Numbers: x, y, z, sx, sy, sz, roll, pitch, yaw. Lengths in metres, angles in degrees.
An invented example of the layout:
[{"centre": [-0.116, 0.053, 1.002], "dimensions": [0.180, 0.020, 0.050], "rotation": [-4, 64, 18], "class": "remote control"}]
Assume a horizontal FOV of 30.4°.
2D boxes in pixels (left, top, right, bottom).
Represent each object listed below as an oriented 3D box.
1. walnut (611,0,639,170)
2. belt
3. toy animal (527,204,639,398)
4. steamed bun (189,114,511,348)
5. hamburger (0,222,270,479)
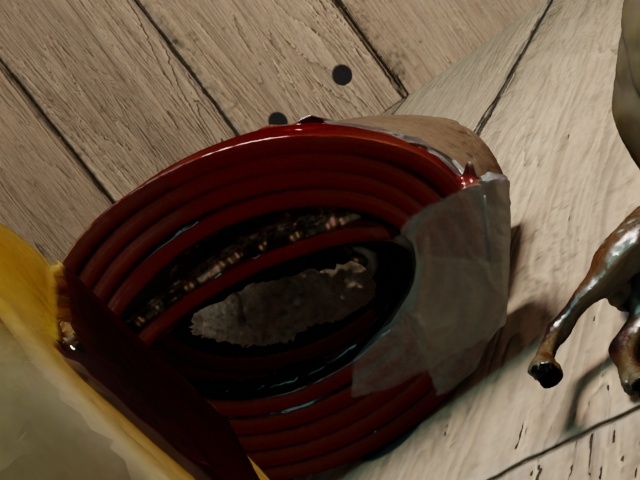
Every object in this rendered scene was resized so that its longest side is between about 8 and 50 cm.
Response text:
[{"centre": [0.216, -0.070, 0.427], "dimensions": [0.224, 0.224, 0.224], "rotation": [-36, 8, 6], "class": "walnut"}, {"centre": [-0.020, 0.037, 0.803], "dimensions": [0.324, 0.227, 0.115], "rotation": [-17, 11, 6], "class": "belt"}, {"centre": [0.228, -0.033, 0.619], "dimensions": [0.243, 0.087, 0.260], "rotation": [-26, 17, 48], "class": "toy animal"}, {"centre": [0.000, 0.000, 0.992], "dimensions": [0.301, 0.199, 0.251], "rotation": [-35, 8, 21], "class": "steamed bun"}, {"centre": [-0.126, 0.127, 0.511], "dimensions": [0.170, 0.302, 0.302], "rotation": [-44, 9, -3], "class": "hamburger"}]
